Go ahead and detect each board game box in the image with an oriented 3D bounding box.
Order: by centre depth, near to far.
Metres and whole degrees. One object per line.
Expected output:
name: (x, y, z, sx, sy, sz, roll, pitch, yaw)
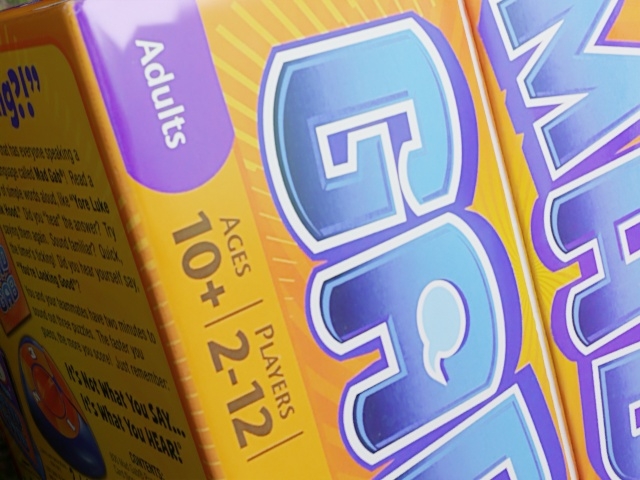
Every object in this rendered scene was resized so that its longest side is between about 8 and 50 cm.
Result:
board game box: (0.000, 0.000, 0.690, 0.356, 0.356, 0.356, -25, 108, -28)
